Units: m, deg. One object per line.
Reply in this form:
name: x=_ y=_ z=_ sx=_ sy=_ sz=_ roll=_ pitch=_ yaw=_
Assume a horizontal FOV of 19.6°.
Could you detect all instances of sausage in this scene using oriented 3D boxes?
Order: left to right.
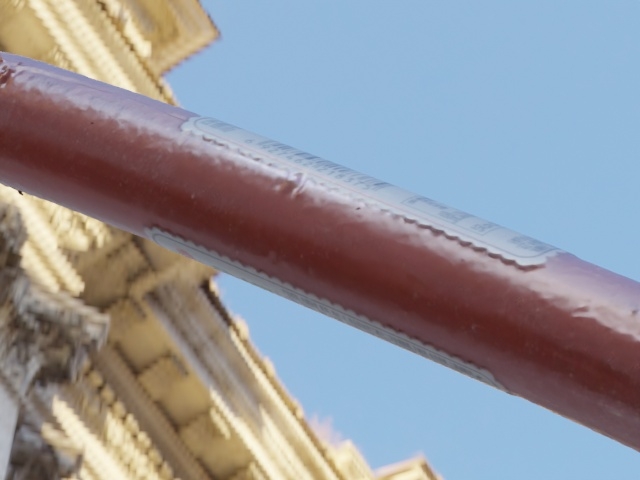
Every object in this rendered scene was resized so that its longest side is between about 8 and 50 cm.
sausage: x=0.000 y=0.000 z=0.396 sx=0.253 sy=0.034 sz=0.034 roll=22 pitch=-72 yaw=33
